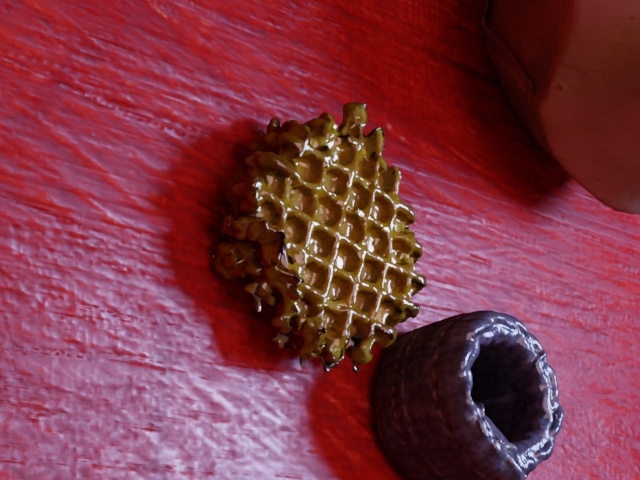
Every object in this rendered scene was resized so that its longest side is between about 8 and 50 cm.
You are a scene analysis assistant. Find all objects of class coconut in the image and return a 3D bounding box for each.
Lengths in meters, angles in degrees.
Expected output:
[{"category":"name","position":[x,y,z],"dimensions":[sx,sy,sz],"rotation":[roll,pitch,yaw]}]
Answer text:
[{"category":"coconut","position":[0.321,-0.198,1.564],"dimensions":[0.352,0.352,0.353],"rotation":[19,64,-45]}]

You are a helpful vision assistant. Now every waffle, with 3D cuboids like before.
[{"category":"waffle","position":[0.000,0.000,1.308],"dimensions":[0.197,0.070,0.193],"rotation":[-46,113,-43]}]

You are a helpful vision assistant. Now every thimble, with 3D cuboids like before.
[{"category":"thimble","position":[0.121,0.132,1.379],"dimensions":[0.150,0.097,0.150],"rotation":[20,62,-44]}]
